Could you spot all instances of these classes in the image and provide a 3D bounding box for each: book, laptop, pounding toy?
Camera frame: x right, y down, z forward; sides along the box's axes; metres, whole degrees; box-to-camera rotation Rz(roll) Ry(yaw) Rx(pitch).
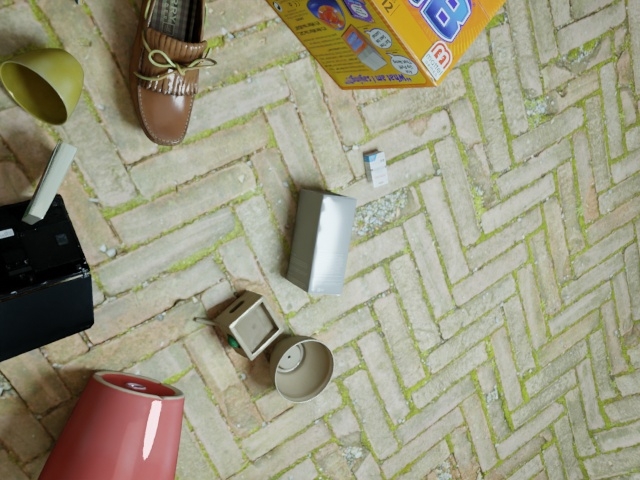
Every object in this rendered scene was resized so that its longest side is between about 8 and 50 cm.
[{"bbox_3d":[-0.499,-0.103,1.020,0.035,0.096,0.144,27,69,-32],"label":"book"},{"bbox_3d":[-0.579,0.076,1.065,0.234,0.136,0.264,-21,87,-37],"label":"laptop"},{"bbox_3d":[-0.189,0.197,1.305,0.141,0.100,0.130,-42,120,-27],"label":"pounding toy"}]

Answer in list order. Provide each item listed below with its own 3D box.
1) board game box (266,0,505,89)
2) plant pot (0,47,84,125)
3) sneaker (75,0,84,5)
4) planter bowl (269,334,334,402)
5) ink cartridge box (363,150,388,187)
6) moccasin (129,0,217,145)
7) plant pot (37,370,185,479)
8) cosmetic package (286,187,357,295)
[{"bbox_3d":[0.131,-0.562,1.130,0.356,0.356,0.356,43,80,-30],"label":"board game box"},{"bbox_3d":[-0.484,-0.289,1.000,0.134,0.134,0.095,49,50,-29],"label":"plant pot"},{"bbox_3d":[-0.454,-0.473,1.019,0.037,0.032,0.083,-7,101,-14],"label":"sneaker"},{"bbox_3d":[-0.061,0.303,1.383,0.162,0.109,0.162,-8,107,-28],"label":"planter bowl"},{"bbox_3d":[0.142,-0.182,1.423,0.048,0.028,0.083,-20,111,-24],"label":"ink cartridge box"},{"bbox_3d":[-0.278,-0.372,1.070,0.139,0.147,0.380,10,97,-31],"label":"moccasin"},{"bbox_3d":[-0.408,0.411,1.141,0.275,0.275,0.243,20,82,-32],"label":"plant pot"},{"bbox_3d":[0.000,0.000,1.333,0.107,0.127,0.238,7,101,-30],"label":"cosmetic package"}]
